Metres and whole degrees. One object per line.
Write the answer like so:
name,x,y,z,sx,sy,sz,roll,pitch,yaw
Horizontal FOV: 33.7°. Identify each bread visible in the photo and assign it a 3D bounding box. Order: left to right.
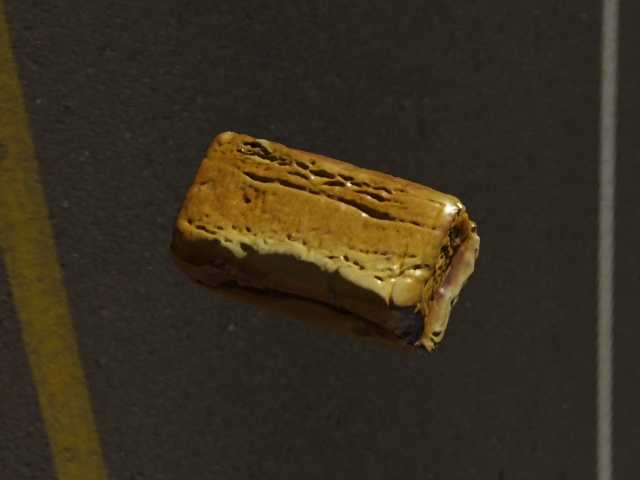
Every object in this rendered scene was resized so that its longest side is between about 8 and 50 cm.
bread,0.000,0.000,0.463,0.053,0.132,0.074,64,45,-62
